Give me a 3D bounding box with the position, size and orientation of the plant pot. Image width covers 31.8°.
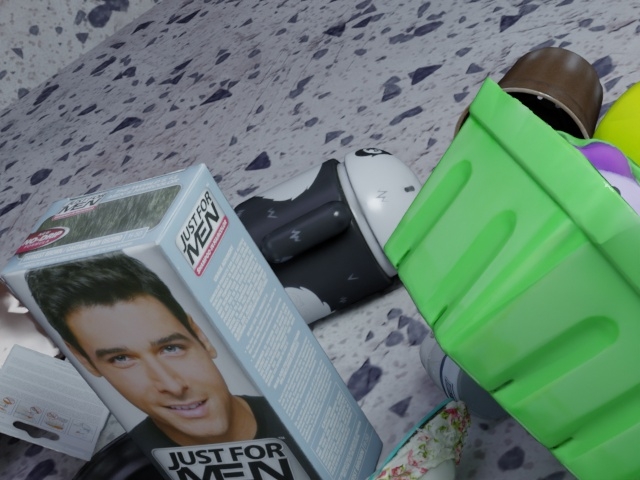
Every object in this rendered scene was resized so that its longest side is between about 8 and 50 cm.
[{"bbox_3d":[0.267,-0.146,1.369,0.167,0.167,0.165,-9,28,33],"label":"plant pot"}]

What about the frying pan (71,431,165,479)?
[{"bbox_3d":[-0.256,0.316,1.229,0.326,0.053,0.197,-39,29,-11],"label":"frying pan"}]

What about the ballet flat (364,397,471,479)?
[{"bbox_3d":[0.065,0.250,1.034,0.241,0.091,0.077,-41,61,-10],"label":"ballet flat"}]

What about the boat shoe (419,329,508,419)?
[{"bbox_3d":[0.246,0.023,1.165,0.367,0.136,0.156,-45,28,-5],"label":"boat shoe"}]

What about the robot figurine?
[{"bbox_3d":[-0.001,-0.002,1.360,0.278,0.174,0.209,-25,32,10],"label":"robot figurine"}]

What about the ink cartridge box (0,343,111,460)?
[{"bbox_3d":[-0.331,0.207,1.363,0.179,0.145,0.045,-84,16,-63],"label":"ink cartridge box"}]

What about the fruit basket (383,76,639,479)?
[{"bbox_3d":[0.284,0.000,0.907,0.392,0.392,0.283,-29,29,2],"label":"fruit basket"}]

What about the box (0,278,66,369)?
[{"bbox_3d":[-0.528,0.217,1.451,0.381,0.191,0.143,-46,0,-25],"label":"box"}]

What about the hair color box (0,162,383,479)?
[{"bbox_3d":[-0.108,0.119,1.068,0.185,0.374,0.114,-11,35,31],"label":"hair color box"}]
